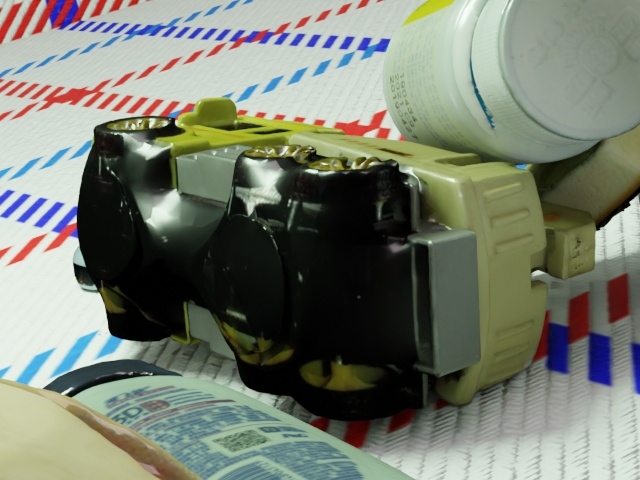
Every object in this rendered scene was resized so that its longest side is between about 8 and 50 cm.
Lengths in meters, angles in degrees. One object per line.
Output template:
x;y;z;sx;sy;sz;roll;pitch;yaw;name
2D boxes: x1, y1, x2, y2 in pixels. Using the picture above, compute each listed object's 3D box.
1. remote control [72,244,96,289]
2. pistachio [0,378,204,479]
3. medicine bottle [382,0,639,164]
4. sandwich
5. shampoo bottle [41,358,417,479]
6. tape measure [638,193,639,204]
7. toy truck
-0.119;-0.012;1.595;0.244;0.047;0.087;-21;23;-25;remote control
-0.131;0.163;0.759;0.299;0.187;0.187;21;29;21;pistachio
0.142;-0.123;1.201;0.143;0.143;0.258;-15;5;-13;medicine bottle
0.205;-0.072;1.312;0.193;0.058;0.162;-46;15;54;sandwich
-0.052;0.142;1.006;0.134;0.078;0.359;-16;17;-28;shampoo bottle
0.368;-0.047;1.258;0.258;0.130;0.265;-28;23;-38;tape measure
0.000;0.000;1.255;0.254;0.180;0.405;-10;15;-36;toy truck
